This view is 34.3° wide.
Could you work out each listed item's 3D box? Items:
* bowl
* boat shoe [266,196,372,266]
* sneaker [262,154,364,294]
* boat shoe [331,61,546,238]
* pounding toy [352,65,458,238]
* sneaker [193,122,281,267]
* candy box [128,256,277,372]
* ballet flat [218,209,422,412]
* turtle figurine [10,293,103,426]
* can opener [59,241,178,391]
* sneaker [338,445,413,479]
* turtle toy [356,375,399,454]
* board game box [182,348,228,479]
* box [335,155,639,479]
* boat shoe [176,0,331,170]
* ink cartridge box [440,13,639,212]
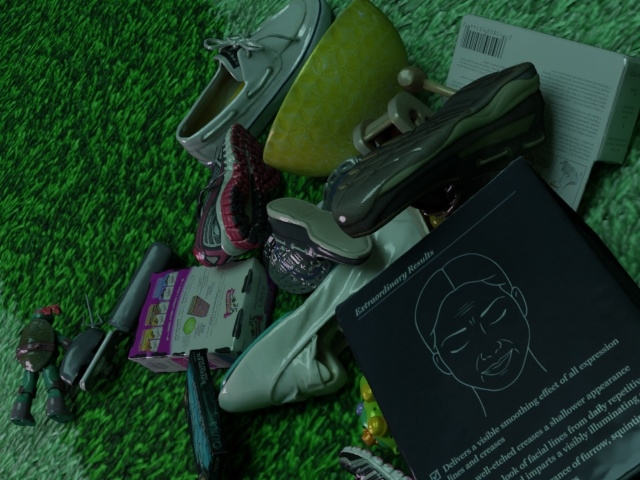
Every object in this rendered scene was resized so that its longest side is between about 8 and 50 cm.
[{"bbox_3d":[0.054,-0.200,1.558,0.156,0.289,0.289,32,86,4],"label":"bowl"},{"bbox_3d":[0.000,0.000,1.421,0.075,0.065,0.206,-21,32,-32],"label":"boat shoe"},{"bbox_3d":[0.028,-0.022,1.533,0.111,0.129,0.297,53,127,7],"label":"sneaker"},{"bbox_3d":[0.167,-0.091,1.253,0.355,0.130,0.132,-36,14,-29],"label":"boat shoe"},{"bbox_3d":[0.155,-0.130,1.382,0.155,0.154,0.269,-35,70,29],"label":"pounding toy"},{"bbox_3d":[-0.145,-0.081,1.671,0.112,0.121,0.299,-33,28,27],"label":"sneaker"},{"bbox_3d":[-0.186,0.122,1.647,0.233,0.071,0.159,-9,58,38],"label":"candy box"},{"bbox_3d":[0.020,0.127,1.437,0.400,0.139,0.139,-46,43,7],"label":"ballet flat"},{"bbox_3d":[-0.484,0.205,1.833,0.175,0.118,0.234,-18,59,33],"label":"turtle figurine"},{"bbox_3d":[-0.349,0.124,1.767,0.095,0.076,0.283,26,80,10],"label":"can opener"},{"bbox_3d":[0.075,0.318,1.298,0.170,0.063,0.075,25,76,42],"label":"sneaker"},{"bbox_3d":[0.085,0.221,1.342,0.066,0.095,0.130,-49,37,38],"label":"turtle toy"},{"bbox_3d":[-0.171,0.270,1.518,0.186,0.026,0.126,-109,24,-42],"label":"board game box"},{"bbox_3d":[0.241,0.161,1.144,0.293,0.212,0.395,-40,45,15],"label":"box"},{"bbox_3d":[-0.134,-0.306,1.813,0.367,0.156,0.136,-53,43,2],"label":"boat shoe"},{"bbox_3d":[0.281,-0.153,1.420,0.296,0.066,0.261,31,112,47],"label":"ink cartridge box"}]
